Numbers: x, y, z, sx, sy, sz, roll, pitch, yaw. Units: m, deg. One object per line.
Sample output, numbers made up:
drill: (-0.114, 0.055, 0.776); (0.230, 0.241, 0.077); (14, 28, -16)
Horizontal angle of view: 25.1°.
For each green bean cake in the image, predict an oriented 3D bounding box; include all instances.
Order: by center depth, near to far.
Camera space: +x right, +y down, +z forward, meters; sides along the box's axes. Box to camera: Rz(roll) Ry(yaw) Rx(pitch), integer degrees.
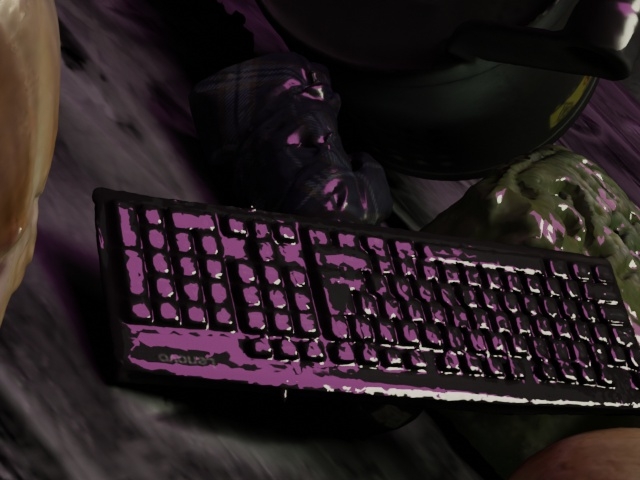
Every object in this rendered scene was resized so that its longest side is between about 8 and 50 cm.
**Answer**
green bean cake: (0.148, 0.065, 0.760); (0.227, 0.125, 0.222); (51, 19, 5)

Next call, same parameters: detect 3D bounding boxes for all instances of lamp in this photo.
lamp: (0.082, -0.154, 0.866); (0.374, 0.205, 0.272); (17, -10, 35)

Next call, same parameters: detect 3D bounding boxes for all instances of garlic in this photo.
garlic: (-0.121, -0.031, 0.391); (0.099, 0.124, 0.174); (22, -3, -17)

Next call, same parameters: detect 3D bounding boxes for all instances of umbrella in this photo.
umbrella: (0.002, 0.001, 0.671); (0.071, 0.080, 0.224); (76, -6, -45)

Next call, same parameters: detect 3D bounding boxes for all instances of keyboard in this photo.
keyboard: (0.030, 0.030, 0.569); (0.250, 0.017, 0.087); (8, 52, -30)

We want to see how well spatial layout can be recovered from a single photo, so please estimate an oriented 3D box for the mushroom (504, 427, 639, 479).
mushroom: (0.114, 0.146, 0.492); (0.166, 0.127, 0.166); (60, 0, 0)
